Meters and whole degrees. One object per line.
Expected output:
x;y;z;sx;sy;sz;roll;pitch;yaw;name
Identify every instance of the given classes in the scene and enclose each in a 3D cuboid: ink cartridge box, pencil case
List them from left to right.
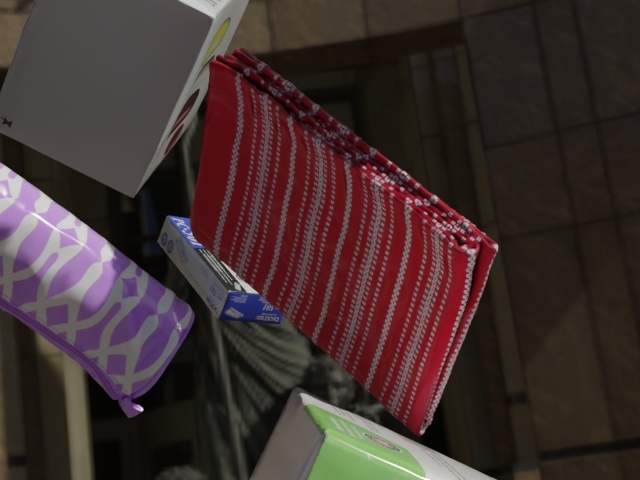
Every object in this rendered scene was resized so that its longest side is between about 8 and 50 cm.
-0.183;0.024;0.752;0.206;0.088;0.086;36;-37;-15;pencil case
-0.132;0.038;1.515;0.097;0.046;0.207;8;23;-35;ink cartridge box
0.090;0.210;0.727;0.273;0.114;0.198;26;-3;-6;ink cartridge box

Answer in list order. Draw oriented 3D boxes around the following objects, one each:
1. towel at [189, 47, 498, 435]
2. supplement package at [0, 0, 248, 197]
0.000;0.000;0.859;0.031;0.275;0.198;-27;-36;-37;towel
-0.177;-0.184;1.063;0.149;0.203;0.194;27;-64;-4;supplement package
